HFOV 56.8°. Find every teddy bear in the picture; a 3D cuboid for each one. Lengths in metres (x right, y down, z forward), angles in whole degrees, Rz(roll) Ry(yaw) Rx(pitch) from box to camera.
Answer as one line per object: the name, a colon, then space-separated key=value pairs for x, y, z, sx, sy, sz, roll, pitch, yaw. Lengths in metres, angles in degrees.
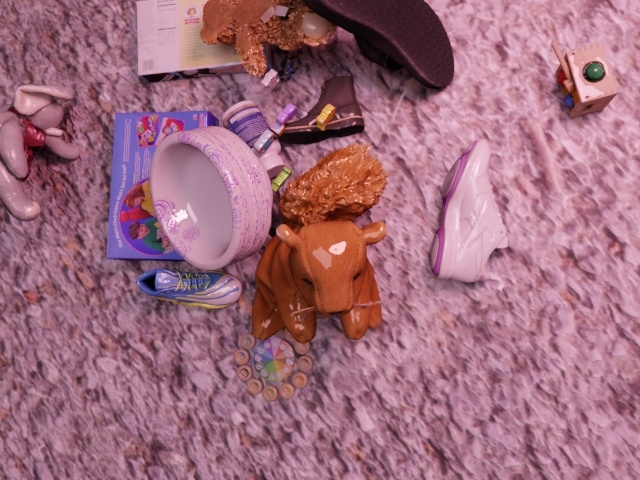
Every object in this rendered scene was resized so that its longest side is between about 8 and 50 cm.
teddy bear: x=-0.096 y=-0.471 z=1.260 sx=0.338 sy=0.113 sz=0.245 roll=-13 pitch=76 yaw=29

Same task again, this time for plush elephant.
plush elephant: x=-0.702 y=-0.245 z=1.404 sx=0.255 sy=0.272 sz=0.329 roll=-35 pitch=116 yaw=-29

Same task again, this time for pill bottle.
pill bottle: x=-0.149 y=-0.225 z=1.351 sx=0.094 sy=0.094 sz=0.169 roll=-31 pitch=80 yaw=7

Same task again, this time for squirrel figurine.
squirrel figurine: x=0.000 y=0.000 z=1.148 sx=0.281 sy=0.370 sz=0.396 roll=2 pitch=76 yaw=-1

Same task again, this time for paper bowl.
paper bowl: x=-0.211 y=-0.091 z=1.217 sx=0.284 sy=0.148 sz=0.284 roll=17 pitch=117 yaw=36

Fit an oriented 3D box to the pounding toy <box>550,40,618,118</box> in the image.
pounding toy: x=0.525 y=-0.333 z=1.205 sx=0.100 sy=0.141 sz=0.130 roll=-15 pitch=82 yaw=10

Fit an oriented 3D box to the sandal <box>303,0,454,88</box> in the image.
sandal: x=0.116 y=-0.445 z=1.202 sx=0.107 sy=0.446 sz=0.167 roll=-3 pitch=71 yaw=49

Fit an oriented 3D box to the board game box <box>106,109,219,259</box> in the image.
board game box: x=-0.369 y=-0.125 z=1.394 sx=0.234 sy=0.078 sz=0.346 roll=1 pitch=85 yaw=11

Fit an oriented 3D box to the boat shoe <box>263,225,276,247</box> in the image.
boat shoe: x=-0.132 y=-0.030 z=1.360 sx=0.125 sy=0.038 sz=0.046 roll=46 pitch=136 yaw=17

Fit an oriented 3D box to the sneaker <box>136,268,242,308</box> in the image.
sneaker: x=-0.305 y=0.109 z=1.335 sx=0.240 sy=0.126 sz=0.091 roll=1 pitch=85 yaw=12

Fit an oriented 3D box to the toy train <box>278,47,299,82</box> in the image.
toy train: x=-0.067 y=-0.447 z=1.392 sx=0.036 sy=0.027 sz=0.158 roll=13 pitch=87 yaw=1

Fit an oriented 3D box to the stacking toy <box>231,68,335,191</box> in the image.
stacking toy: x=-0.097 y=-0.240 z=1.276 sx=0.167 sy=0.052 sz=0.221 roll=36 pitch=85 yaw=9

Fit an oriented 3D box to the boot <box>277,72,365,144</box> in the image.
boot: x=-0.007 y=-0.300 z=1.350 sx=0.198 sy=0.077 sz=0.136 roll=-8 pitch=78 yaw=-2

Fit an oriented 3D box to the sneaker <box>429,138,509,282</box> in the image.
sneaker: x=0.328 y=-0.058 z=1.250 sx=0.152 sy=0.114 sz=0.305 roll=12 pitch=92 yaw=-2

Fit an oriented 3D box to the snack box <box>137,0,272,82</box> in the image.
snack box: x=-0.279 y=-0.492 z=1.418 sx=0.322 sy=0.060 sz=0.187 roll=-3 pitch=86 yaw=11

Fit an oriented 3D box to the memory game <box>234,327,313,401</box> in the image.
memory game: x=-0.106 y=0.271 z=1.340 sx=0.186 sy=0.012 sz=0.186 roll=-1 pitch=84 yaw=11
